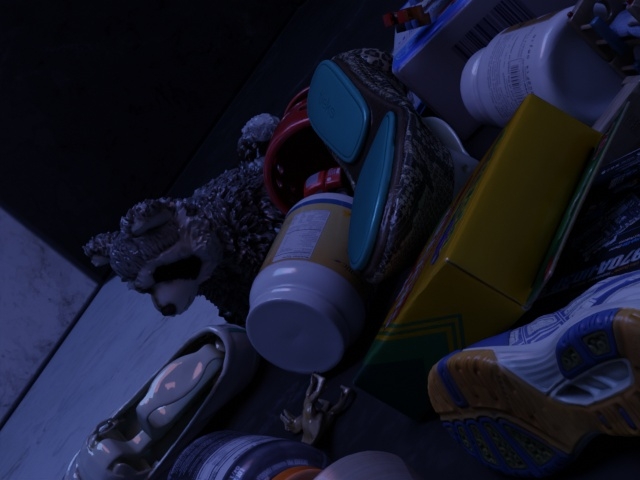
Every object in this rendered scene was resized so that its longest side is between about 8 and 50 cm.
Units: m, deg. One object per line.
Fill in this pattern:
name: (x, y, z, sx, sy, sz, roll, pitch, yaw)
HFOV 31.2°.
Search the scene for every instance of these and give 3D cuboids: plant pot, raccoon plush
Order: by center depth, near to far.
plant pot: (0.016, -0.132, 1.698, 0.191, 0.191, 0.174, -43, 20, 23)
raccoon plush: (-0.198, -0.057, 1.755, 0.216, 0.299, 0.446, -50, 33, 27)

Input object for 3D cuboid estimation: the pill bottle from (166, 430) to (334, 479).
pill bottle: (-0.055, 0.252, 1.091, 0.130, 0.130, 0.245, -55, 16, -19)

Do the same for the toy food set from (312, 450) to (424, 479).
toy food set: (0.010, 0.314, 0.735, 0.306, 0.092, 0.219, -50, 49, 1)

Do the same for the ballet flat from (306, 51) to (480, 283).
ballet flat: (0.103, -0.096, 1.373, 0.483, 0.182, 0.164, -106, 32, -60)

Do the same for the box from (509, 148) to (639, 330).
box: (0.266, -0.008, 0.958, 0.220, 0.051, 0.175, -29, 25, 52)

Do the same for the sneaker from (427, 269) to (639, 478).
sneaker: (0.200, 0.094, 0.855, 0.131, 0.112, 0.296, -34, 3, -33)

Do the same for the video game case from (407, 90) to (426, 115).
video game case: (0.137, -0.196, 1.792, 0.166, 0.015, 0.119, -59, 11, 20)

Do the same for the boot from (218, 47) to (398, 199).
boot: (-0.025, -0.186, 2.069, 0.377, 0.138, 0.284, -26, 29, 49)

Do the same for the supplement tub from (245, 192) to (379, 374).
supplement tub: (-0.002, 0.051, 1.406, 0.144, 0.144, 0.200, -37, 20, 40)

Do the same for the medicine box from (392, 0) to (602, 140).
medicine box: (0.243, -0.323, 1.614, 0.263, 0.149, 0.289, -43, 17, 22)

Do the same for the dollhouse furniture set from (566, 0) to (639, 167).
dollhouse furniture set: (0.290, -0.158, 1.106, 0.184, 0.129, 0.129, -51, 15, -7)

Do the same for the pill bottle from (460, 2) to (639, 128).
pill bottle: (0.250, -0.183, 1.282, 0.131, 0.131, 0.229, -52, 15, -10)

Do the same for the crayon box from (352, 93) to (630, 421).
crayon box: (0.143, 0.011, 1.019, 0.202, 0.081, 0.318, -59, -1, -33)

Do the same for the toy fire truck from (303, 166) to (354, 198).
toy fire truck: (0.000, 0.000, 1.541, 0.135, 0.192, 0.047, -14, 28, 16)

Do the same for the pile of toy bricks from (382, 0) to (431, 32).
pile of toy bricks: (0.146, -0.349, 1.514, 0.105, 0.118, 0.212, -11, 14, 22)

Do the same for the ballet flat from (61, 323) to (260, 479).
ballet flat: (-0.245, 0.263, 1.563, 0.400, 0.139, 0.139, -48, 15, -5)

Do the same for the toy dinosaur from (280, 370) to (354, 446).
toy dinosaur: (-0.003, 0.198, 1.265, 0.183, 0.053, 0.093, -172, 107, -81)
